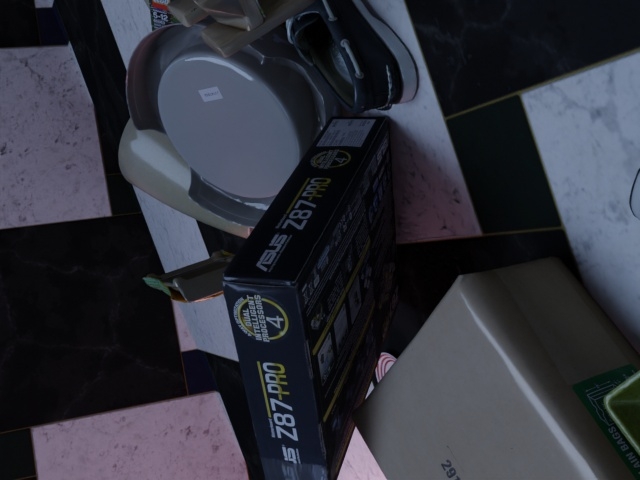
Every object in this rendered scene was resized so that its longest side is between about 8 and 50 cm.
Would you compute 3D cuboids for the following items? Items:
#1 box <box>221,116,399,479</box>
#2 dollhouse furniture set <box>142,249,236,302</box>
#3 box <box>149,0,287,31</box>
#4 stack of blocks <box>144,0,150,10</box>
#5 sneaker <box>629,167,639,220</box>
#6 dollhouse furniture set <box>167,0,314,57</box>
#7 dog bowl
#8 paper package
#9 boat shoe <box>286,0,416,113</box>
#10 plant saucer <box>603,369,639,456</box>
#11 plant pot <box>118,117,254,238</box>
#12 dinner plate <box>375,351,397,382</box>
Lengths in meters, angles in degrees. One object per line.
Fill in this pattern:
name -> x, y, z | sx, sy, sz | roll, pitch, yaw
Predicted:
box -> 0.014, 0.065, 1.038 | 0.097, 0.395, 0.318 | 3, 124, 19
dollhouse furniture set -> -0.129, 0.091, 1.437 | 0.197, 0.301, 0.151 | 0, 107, 64
box -> -0.145, -0.310, 1.258 | 0.233, 0.044, 0.159 | 15, 141, 7
stack of blocks -> -0.214, -0.445, 1.316 | 0.087, 0.171, 0.297 | 42, 164, 49
sneaker -> 0.309, -0.073, 0.586 | 0.132, 0.086, 0.229 | 44, 158, 37
dollhouse furniture set -> -0.149, -0.479, 0.949 | 0.394, 0.256, 0.362 | 45, 167, 50
dog bowl -> -0.122, -0.185, 1.228 | 0.348, 0.102, 0.349 | 19, 136, 19
paper package -> 0.218, 0.228, 0.863 | 0.325, 0.168, 0.309 | 59, 143, 27
boat shoe -> 0.007, -0.276, 1.067 | 0.302, 0.091, 0.114 | 51, 152, 37
plant saucer -> 0.355, 0.154, 0.649 | 0.188, 0.045, 0.188 | -52, 58, 36
plant pot -> -0.177, -0.129, 1.481 | 0.274, 0.256, 0.256 | 38, 147, 23
dinner plate -> 0.135, 0.249, 1.354 | 0.141, 0.017, 0.141 | 48, 151, 39
